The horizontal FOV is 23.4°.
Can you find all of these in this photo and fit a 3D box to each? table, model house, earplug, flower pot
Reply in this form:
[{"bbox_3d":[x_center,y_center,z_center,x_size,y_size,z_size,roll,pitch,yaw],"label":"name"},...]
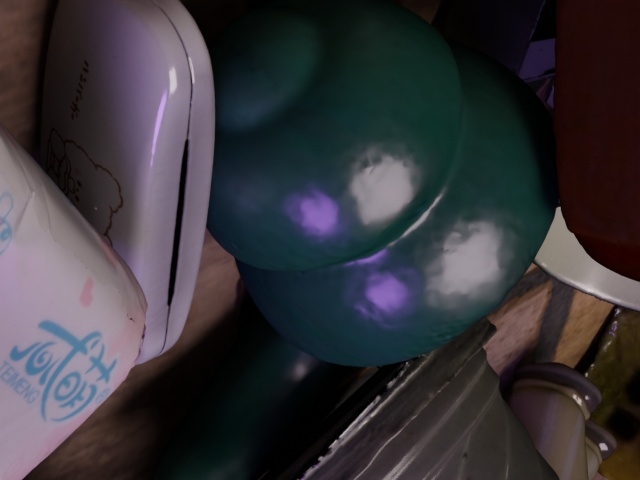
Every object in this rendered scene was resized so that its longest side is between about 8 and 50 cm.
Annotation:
[{"bbox_3d":[0.132,-0.123,0.842,0.146,0.062,0.175,-17,135,-44],"label":"table"},{"bbox_3d":[0.340,0.169,1.289,0.193,0.234,0.175,4,122,-53],"label":"model house"},{"bbox_3d":[-0.005,-0.004,0.747,0.257,0.164,0.280,-16,142,17],"label":"earplug"},{"bbox_3d":[0.047,0.153,0.895,0.235,0.140,0.235,-45,179,-1],"label":"flower pot"}]

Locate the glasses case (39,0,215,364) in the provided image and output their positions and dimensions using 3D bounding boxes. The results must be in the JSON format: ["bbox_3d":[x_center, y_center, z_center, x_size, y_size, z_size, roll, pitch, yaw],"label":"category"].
[{"bbox_3d":[-0.083,-0.026,0.651,0.049,0.074,0.193,-31,147,-35],"label":"glasses case"}]

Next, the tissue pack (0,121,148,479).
[{"bbox_3d":[-0.192,0.012,0.505,0.201,0.124,0.271,-41,151,-7],"label":"tissue pack"}]

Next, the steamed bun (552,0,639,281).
[{"bbox_3d":[0.251,-0.155,0.695,0.248,0.235,0.379,-8,104,-53],"label":"steamed bun"}]

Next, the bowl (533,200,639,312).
[{"bbox_3d":[0.250,-0.034,0.971,0.238,0.237,0.126,49,51,-61],"label":"bowl"}]

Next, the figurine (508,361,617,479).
[{"bbox_3d":[0.096,0.262,1.133,0.381,0.203,0.248,-51,169,-24],"label":"figurine"}]
